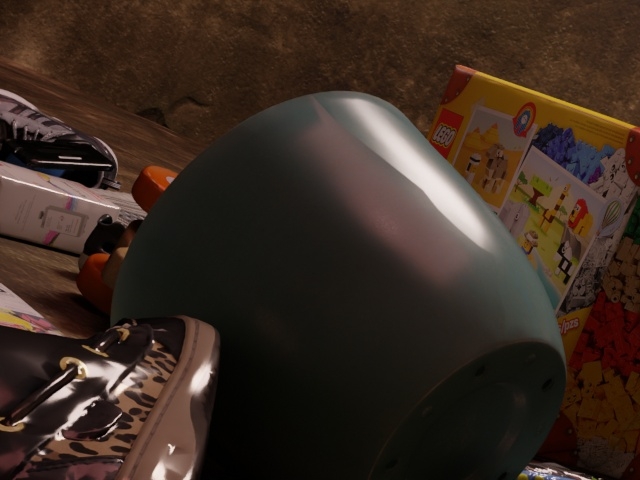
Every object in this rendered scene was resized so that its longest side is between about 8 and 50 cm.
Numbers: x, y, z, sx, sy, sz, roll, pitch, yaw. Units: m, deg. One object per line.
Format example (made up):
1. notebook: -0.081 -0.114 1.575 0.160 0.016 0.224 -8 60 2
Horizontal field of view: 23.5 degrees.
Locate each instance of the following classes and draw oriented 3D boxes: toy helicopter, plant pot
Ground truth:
1. toy helicopter: -0.094 0.082 1.425 0.235 0.140 0.355 29 15 -17
2. plant pot: 0.033 0.077 1.110 0.293 0.293 0.235 14 23 -49

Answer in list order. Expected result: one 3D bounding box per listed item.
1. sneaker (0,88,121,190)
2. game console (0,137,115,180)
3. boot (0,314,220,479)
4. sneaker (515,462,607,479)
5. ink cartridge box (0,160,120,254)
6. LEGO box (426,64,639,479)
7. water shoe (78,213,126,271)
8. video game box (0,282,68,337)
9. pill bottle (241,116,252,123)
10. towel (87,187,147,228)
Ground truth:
1. sneaker: -0.393 -0.132 2.106 0.268 0.101 0.153 22 3 -19
2. game console: -0.329 -0.082 1.867 0.122 0.071 0.107 0 24 -40
3. boot: -0.210 0.084 0.864 0.284 0.138 0.377 21 12 -7
4. sneaker: 0.236 0.232 1.375 0.188 0.067 0.078 17 14 -13
5. ink cartridge box: -0.311 -0.036 1.757 0.198 0.067 0.115 17 7 -39
6. LEGO box: 0.278 0.024 1.867 0.193 0.372 0.500 19 7 -25
7. water shoe: -0.164 0.027 1.672 0.203 0.080 0.073 16 9 -42
8. video game box: -0.282 0.065 1.126 0.205 0.048 0.187 15 7 -43
9. pill bottle: -0.003 -0.040 2.107 0.301 0.169 0.169 34 0 -29
10. towel: -0.153 0.009 1.967 0.312 0.056 0.324 26 7 31
